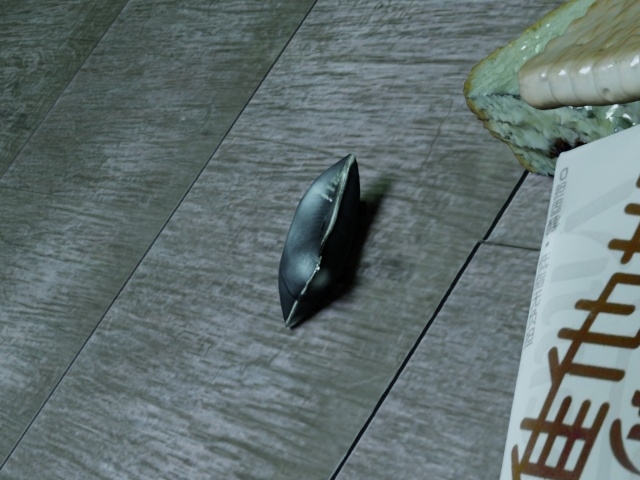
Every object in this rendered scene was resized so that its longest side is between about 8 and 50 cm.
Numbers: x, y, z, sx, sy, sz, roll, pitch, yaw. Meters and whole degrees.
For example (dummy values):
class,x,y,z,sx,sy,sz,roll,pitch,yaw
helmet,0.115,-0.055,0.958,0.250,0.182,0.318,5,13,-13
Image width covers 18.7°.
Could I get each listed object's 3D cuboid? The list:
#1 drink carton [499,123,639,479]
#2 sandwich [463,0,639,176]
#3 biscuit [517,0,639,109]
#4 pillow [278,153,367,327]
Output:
class,x,y,z,sx,sy,sz,roll,pitch,yaw
drink carton,0.206,0.086,1.020,0.194,0.132,0.324,-21,46,46
sandwich,0.218,-0.096,1.317,0.288,0.099,0.254,-30,32,32
biscuit,0.277,-0.186,1.169,0.325,0.044,0.217,-44,20,-25
pillow,-0.002,-0.001,1.578,0.091,0.055,0.135,-24,35,45
